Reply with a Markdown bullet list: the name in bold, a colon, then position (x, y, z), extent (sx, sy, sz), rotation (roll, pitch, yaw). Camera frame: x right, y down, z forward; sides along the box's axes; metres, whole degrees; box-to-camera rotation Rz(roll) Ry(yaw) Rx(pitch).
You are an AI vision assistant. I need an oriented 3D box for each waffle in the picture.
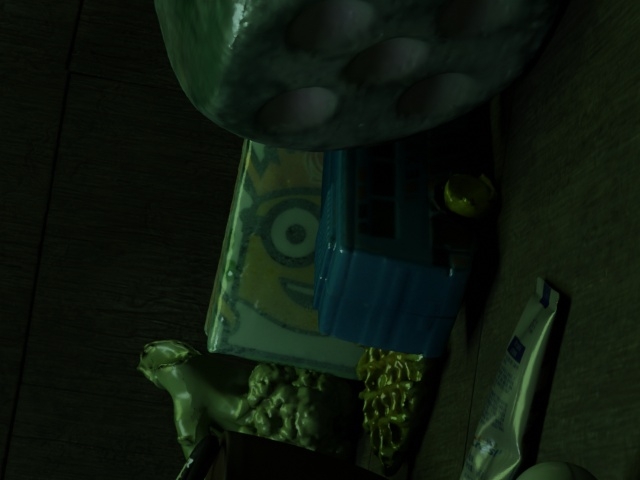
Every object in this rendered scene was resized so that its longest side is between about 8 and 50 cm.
- **waffle**: position (0.086, 0.131, 1.892), extent (0.204, 0.054, 0.223), rotation (-106, 25, -51)

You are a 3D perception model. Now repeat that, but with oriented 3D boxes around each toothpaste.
- **toothpaste**: position (0.150, 0.163, 1.421), extent (0.096, 0.061, 0.266), rotation (-120, 48, -81)

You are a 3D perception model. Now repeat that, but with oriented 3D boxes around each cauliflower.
- **cauliflower**: position (-0.082, 0.246, 2.253), extent (0.260, 0.281, 0.327), rotation (-3, 57, 50)

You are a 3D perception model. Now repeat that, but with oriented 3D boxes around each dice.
- **dice**: position (0.023, -0.296, 1.610), extent (0.348, 0.330, 0.328), rotation (112, 147, -61)

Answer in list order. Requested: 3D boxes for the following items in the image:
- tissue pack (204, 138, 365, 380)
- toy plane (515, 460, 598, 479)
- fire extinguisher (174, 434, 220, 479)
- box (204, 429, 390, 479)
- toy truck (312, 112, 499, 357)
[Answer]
- **tissue pack**: position (0.000, 0.000, 2.069), extent (0.128, 0.228, 0.311), rotation (-115, 36, -79)
- **toy plane**: position (0.133, 0.268, 1.129), extent (0.252, 0.118, 0.252), rotation (-168, 90, -81)
- **fire extinguisher**: position (-0.157, 0.313, 1.750), extent (0.200, 0.113, 0.376), rotation (-37, 5, 0)
- **box**: position (-0.030, 0.361, 1.872), extent (0.301, 0.216, 0.301), rotation (-171, 90, -84)
- **toy truck**: position (0.083, -0.066, 1.773), extent (0.385, 0.162, 0.161), rotation (-87, 8, -46)
